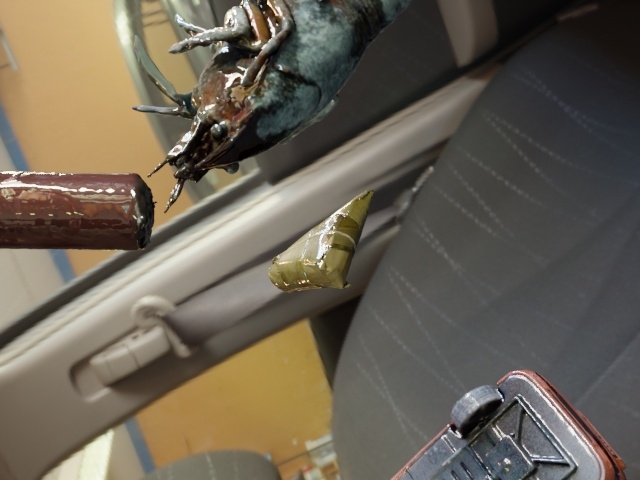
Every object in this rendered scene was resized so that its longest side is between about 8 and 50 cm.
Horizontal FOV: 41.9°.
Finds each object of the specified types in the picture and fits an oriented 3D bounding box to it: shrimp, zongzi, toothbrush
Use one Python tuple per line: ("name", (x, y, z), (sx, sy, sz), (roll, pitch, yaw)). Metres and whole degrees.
("shrimp", (-0.022, -0.194, 0.769), (0.166, 0.410, 0.221), (39, 160, 37))
("zongzi", (0.000, 0.000, 1.351), (0.160, 0.176, 0.078), (-8, 142, 44))
("toothbrush", (-0.263, -0.018, 0.417), (0.041, 0.363, 0.041), (1, -90, -88))

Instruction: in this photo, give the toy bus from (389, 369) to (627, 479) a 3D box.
("toy bus", (0.211, 0.383, 1.134), (0.233, 0.427, 0.203), (21, -154, -51))
